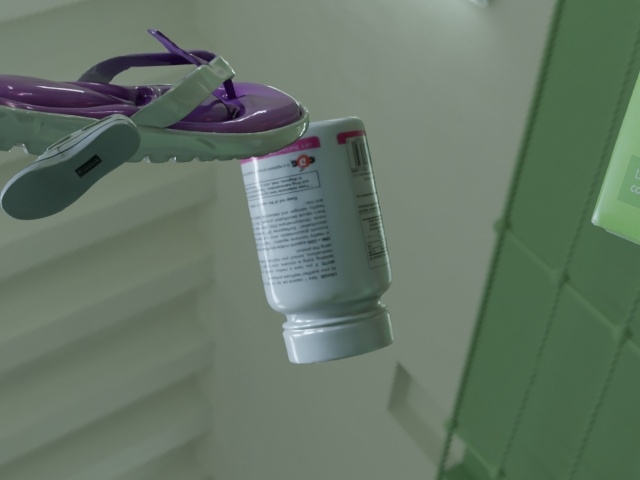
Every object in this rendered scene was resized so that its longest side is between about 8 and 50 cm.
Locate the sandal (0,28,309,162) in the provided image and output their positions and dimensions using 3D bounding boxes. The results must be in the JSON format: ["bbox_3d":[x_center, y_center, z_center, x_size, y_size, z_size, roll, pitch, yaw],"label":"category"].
[{"bbox_3d":[-0.157,-0.141,1.057,0.416,0.169,0.102,-9,-60,-48],"label":"sandal"}]

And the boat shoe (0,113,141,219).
[{"bbox_3d":[-0.163,-0.050,0.733,0.100,0.035,0.035,-35,-59,0],"label":"boat shoe"}]

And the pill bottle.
[{"bbox_3d":[0.000,0.000,1.405,0.160,0.160,0.283,-12,-88,-37],"label":"pill bottle"}]

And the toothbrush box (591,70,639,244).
[{"bbox_3d":[0.272,-0.103,0.493,0.122,0.206,0.283,-4,-67,-48],"label":"toothbrush box"}]
